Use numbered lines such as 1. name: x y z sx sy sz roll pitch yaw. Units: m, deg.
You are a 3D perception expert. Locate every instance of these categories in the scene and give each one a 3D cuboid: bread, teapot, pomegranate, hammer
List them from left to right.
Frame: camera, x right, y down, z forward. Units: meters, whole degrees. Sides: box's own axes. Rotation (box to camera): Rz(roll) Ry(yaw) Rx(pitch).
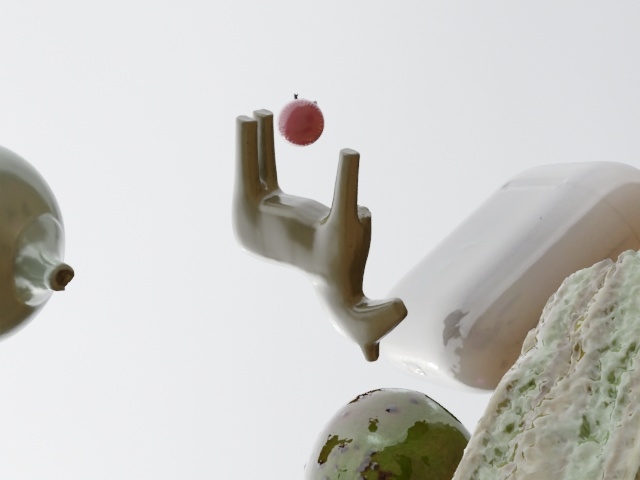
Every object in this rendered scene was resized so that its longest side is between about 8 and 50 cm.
1. teapot: -0.365 -0.047 1.184 0.220 0.149 0.318 -28 -84 16
2. hammer: -0.016 -0.097 1.041 0.083 0.043 0.043 -96 31 -84
3. pomegranate: 0.079 0.198 1.026 0.159 0.205 0.159 -6 -83 -58
4. bread: 0.148 0.108 0.645 0.196 0.102 0.138 -60 -44 -36

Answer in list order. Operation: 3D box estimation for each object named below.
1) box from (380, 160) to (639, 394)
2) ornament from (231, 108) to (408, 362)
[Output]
1. box: 0.236 0.040 1.554 0.349 0.289 0.141 -42 -77 -15
2. ornament: 0.000 0.000 1.408 0.061 0.230 0.245 -28 -51 -49
